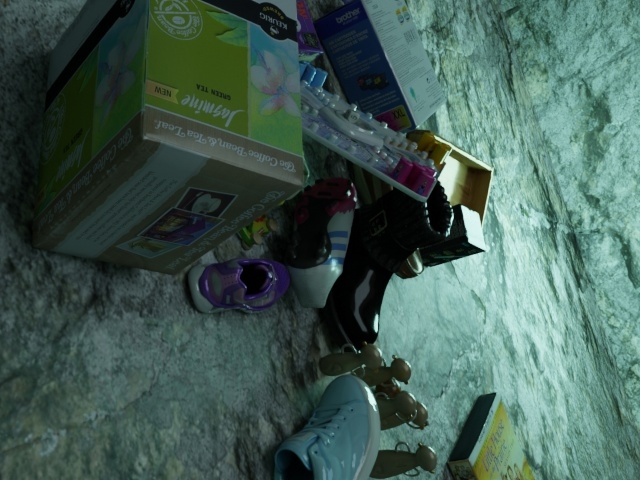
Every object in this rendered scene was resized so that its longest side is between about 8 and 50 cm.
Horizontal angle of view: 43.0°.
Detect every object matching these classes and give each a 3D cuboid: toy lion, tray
[{"bbox_3d":[-0.126,-0.044,1.466,0.096,0.034,0.100,58,33,-9],"label":"toy lion"},{"bbox_3d":[0.332,-0.143,2.153,0.411,0.076,0.203,15,86,-54],"label":"tray"}]

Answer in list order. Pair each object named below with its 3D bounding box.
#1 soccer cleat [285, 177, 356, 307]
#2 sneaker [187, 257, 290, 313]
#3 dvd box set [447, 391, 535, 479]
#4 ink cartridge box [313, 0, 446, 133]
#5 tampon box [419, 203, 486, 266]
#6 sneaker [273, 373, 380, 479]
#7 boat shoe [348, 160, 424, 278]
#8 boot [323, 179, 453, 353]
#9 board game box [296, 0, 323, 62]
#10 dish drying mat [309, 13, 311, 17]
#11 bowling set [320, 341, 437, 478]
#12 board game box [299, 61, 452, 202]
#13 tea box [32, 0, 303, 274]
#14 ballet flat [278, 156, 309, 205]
[{"bbox_3d":[0.000,0.000,1.590,0.331,0.116,0.143,-68,156,-53],"label":"soccer cleat"},{"bbox_3d":[-0.109,0.069,1.355,0.236,0.104,0.095,-2,74,-60],"label":"sneaker"},{"bbox_3d":[0.456,0.632,2.003,0.420,0.062,0.307,66,30,-10],"label":"dvd box set"},{"bbox_3d":[0.144,-0.468,2.013,0.396,0.151,0.270,66,31,-13],"label":"ink cartridge box"},{"bbox_3d":[0.307,-0.009,2.016,0.120,0.161,0.102,19,58,-55],"label":"tampon box"},{"bbox_3d":[0.001,0.352,1.349,0.150,0.135,0.366,54,33,-32],"label":"sneaker"},{"bbox_3d":[0.173,-0.070,1.873,0.122,0.119,0.324,-34,103,-59],"label":"boat shoe"},{"bbox_3d":[0.137,0.044,1.610,0.131,0.260,0.348,33,47,-48],"label":"boot"},{"bbox_3d":[-0.128,-0.529,1.630,0.208,0.056,0.347,-8,75,-54],"label":"board game box"},{"bbox_3d":[-0.048,-0.549,1.888,0.083,0.008,0.032,58,33,-23],"label":"dish drying mat"},{"bbox_3d":[0.140,0.297,1.584,0.200,0.154,0.287,-39,108,-58],"label":"bowling set"},{"bbox_3d":[0.066,-0.229,1.567,0.390,0.050,0.390,32,20,4],"label":"board game box"},{"bbox_3d":[-0.204,-0.168,1.064,0.220,0.329,0.324,14,60,-35],"label":"tea box"},{"bbox_3d":[-0.064,-0.123,1.535,0.077,0.077,0.231,24,30,4],"label":"ballet flat"}]
